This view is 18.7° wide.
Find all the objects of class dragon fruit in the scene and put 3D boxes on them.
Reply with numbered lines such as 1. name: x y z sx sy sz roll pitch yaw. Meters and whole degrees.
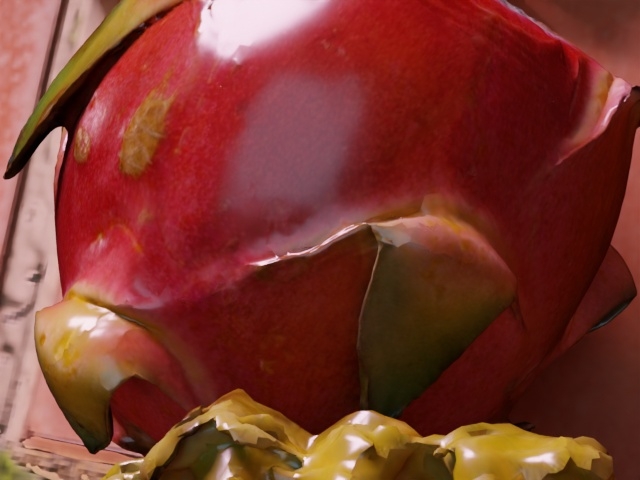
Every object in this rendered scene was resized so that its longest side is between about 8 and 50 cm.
1. dragon fruit: 0.001 -0.006 0.697 0.224 0.224 0.227 46 104 21

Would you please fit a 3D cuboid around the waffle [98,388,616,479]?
1. waffle: 0.015 0.179 0.636 0.325 0.068 0.302 -4 121 12
